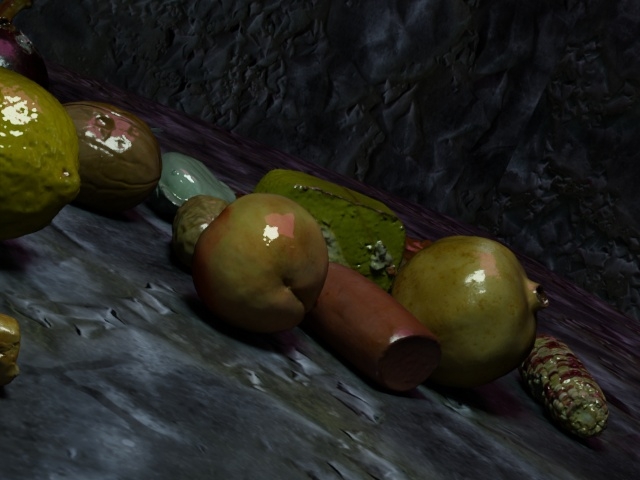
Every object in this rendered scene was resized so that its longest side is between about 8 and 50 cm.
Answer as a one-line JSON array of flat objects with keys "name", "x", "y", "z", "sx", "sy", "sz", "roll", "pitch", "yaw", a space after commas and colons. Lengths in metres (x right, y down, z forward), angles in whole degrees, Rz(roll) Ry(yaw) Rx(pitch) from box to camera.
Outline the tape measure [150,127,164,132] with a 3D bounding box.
[{"name": "tape measure", "x": -0.360, "y": -0.167, "z": 2.057, "sx": 0.164, "sy": 0.084, "sz": 0.330, "roll": 29, "pitch": 11, "yaw": 15}]

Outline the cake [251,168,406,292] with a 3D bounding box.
[{"name": "cake", "x": 0.000, "y": 0.000, "z": 1.735, "sx": 0.260, "sy": 0.179, "sz": 0.156, "roll": 18, "pitch": 9, "yaw": -18}]

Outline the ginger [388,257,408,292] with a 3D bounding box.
[{"name": "ginger", "x": 0.105, "y": 0.060, "z": 1.922, "sx": 0.333, "sy": 0.081, "sz": 0.148, "roll": 24, "pitch": 25, "yaw": -1}]

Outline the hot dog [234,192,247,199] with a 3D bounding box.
[{"name": "hot dog", "x": -0.111, "y": -0.040, "z": 1.994, "sx": 0.162, "sy": 0.082, "sz": 0.270, "roll": 25, "pitch": 7, "yaw": -7}]

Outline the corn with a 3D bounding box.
[{"name": "corn", "x": 0.376, "y": 0.226, "z": 1.682, "sx": 0.098, "sy": 0.098, "sz": 0.290, "roll": 23, "pitch": 13, "yaw": -8}]

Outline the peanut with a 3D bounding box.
[{"name": "peanut", "x": -0.170, "y": -0.016, "z": 1.601, "sx": 0.095, "sy": 0.108, "sz": 0.226, "roll": 31, "pitch": 5, "yaw": -13}]

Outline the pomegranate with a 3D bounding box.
[{"name": "pomegranate", "x": 0.202, "y": 0.105, "z": 1.534, "sx": 0.233, "sy": 0.233, "sz": 0.233, "roll": 24, "pitch": 9, "yaw": -4}]

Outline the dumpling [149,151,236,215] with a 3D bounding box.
[{"name": "dumpling", "x": -0.233, "y": -0.081, "z": 1.872, "sx": 0.152, "sy": 0.108, "sz": 0.219, "roll": 40, "pitch": 16, "yaw": -17}]

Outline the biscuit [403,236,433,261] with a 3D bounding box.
[{"name": "biscuit", "x": 0.263, "y": 0.089, "z": 2.141, "sx": 0.318, "sy": 0.111, "sz": 0.312, "roll": 30, "pitch": 9, "yaw": 32}]

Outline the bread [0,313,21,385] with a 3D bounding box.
[{"name": "bread", "x": -0.304, "y": 0.075, "z": 0.864, "sx": 0.132, "sy": 0.053, "sz": 0.074, "roll": 20, "pitch": 6, "yaw": -27}]

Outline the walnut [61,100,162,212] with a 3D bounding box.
[{"name": "walnut", "x": -0.344, "y": -0.131, "z": 1.654, "sx": 0.207, "sy": 0.167, "sz": 0.167, "roll": 21, "pitch": 9, "yaw": -8}]

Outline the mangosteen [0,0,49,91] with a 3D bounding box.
[{"name": "mangosteen", "x": -0.546, "y": -0.299, "z": 1.762, "sx": 0.235, "sy": 0.261, "sz": 0.235, "roll": 26, "pitch": 8, "yaw": -4}]

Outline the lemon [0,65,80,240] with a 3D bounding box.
[{"name": "lemon", "x": -0.380, "y": -0.099, "z": 1.198, "sx": 0.260, "sy": 0.204, "sz": 0.204, "roll": 18, "pitch": 6, "yaw": 21}]

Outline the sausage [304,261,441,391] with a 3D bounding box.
[{"name": "sausage", "x": 0.052, "y": 0.106, "z": 1.467, "sx": 0.113, "sy": 0.114, "sz": 0.259, "roll": 18, "pitch": 12, "yaw": -38}]

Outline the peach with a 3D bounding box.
[{"name": "peach", "x": -0.074, "y": 0.031, "z": 1.357, "sx": 0.184, "sy": 0.184, "sz": 0.184, "roll": 24, "pitch": 9, "yaw": -4}]
